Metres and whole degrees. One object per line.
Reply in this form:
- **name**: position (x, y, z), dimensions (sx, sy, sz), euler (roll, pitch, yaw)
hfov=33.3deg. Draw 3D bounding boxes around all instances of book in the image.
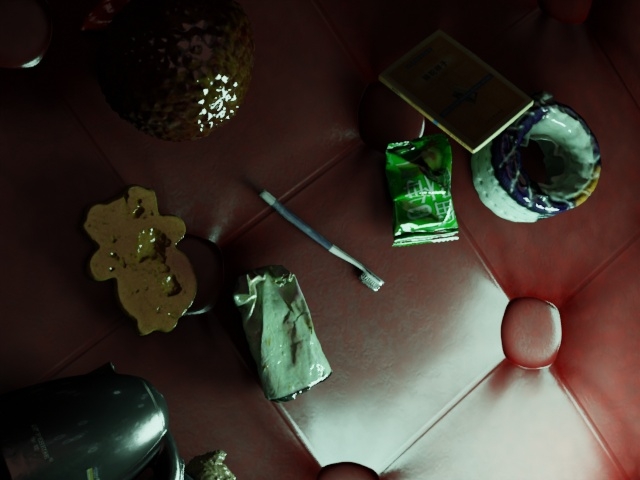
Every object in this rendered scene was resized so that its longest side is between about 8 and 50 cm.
- **book**: position (0.251, -0.280, 1.982), dimensions (0.170, 0.018, 0.241), euler (-39, 67, -22)

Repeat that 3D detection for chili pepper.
- **chili pepper**: position (-0.322, -0.399, 1.801), dimensions (0.191, 0.050, 0.059), euler (-33, 90, -23)

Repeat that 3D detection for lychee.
- **lychee**: position (-0.231, -0.291, 1.732), dimensions (0.260, 0.260, 0.261), euler (2, 84, -23)

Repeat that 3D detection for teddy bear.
- **teddy bear**: position (-0.241, 0.430, 1.715), dimensions (0.251, 0.129, 0.182), euler (-24, 97, -23)

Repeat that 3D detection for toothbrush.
- **toothbrush**: position (0.000, 0.000, 1.918), dimensions (0.288, 0.024, 0.026), euler (38, 86, -16)

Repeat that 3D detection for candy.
- **candy**: position (0.187, -0.092, 1.979), dimensions (0.141, 0.078, 0.203), euler (-7, 100, -13)

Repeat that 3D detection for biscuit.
- **biscuit**: position (-0.295, 0.035, 1.780), dimensions (0.184, 0.035, 0.249), euler (-31, 98, -22)

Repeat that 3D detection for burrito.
- **burrito**: position (-0.075, 0.156, 1.838), dimensions (0.144, 0.089, 0.229), euler (-22, 95, -38)

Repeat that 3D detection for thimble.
- **thimble**: position (0.407, -0.158, 2.039), dimensions (0.237, 0.150, 0.237), euler (3, 81, -22)

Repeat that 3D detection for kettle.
- **kettle**: position (-0.355, 0.330, 1.631), dimensions (0.290, 0.207, 0.268), euler (-17, 70, -31)
